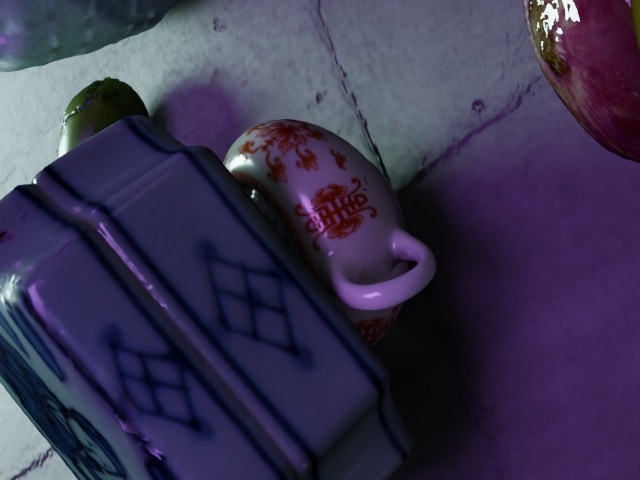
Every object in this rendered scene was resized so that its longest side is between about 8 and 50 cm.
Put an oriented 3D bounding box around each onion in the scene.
[{"bbox_3d":[0.172,-0.120,0.697,0.154,0.177,0.177,6,101,6],"label":"onion"}]

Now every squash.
[{"bbox_3d":[-0.168,0.036,1.144,0.087,0.087,0.331,5,99,47],"label":"squash"}]

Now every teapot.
[{"bbox_3d":[0.000,0.000,0.916,0.245,0.116,0.159,-166,65,-65],"label":"teapot"}]

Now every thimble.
[{"bbox_3d":[-0.232,-0.238,1.086,0.250,0.172,0.204,45,148,35],"label":"thimble"}]

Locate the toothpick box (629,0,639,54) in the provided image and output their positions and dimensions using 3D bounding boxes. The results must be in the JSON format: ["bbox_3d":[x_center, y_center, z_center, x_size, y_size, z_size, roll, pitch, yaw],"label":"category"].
[{"bbox_3d":[0.292,-0.127,0.395,0.409,0.409,0.425,26,111,44],"label":"toothpick box"}]

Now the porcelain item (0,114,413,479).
[{"bbox_3d":[-0.100,0.083,0.918,0.281,0.157,0.286,50,160,-2],"label":"porcelain item"}]
